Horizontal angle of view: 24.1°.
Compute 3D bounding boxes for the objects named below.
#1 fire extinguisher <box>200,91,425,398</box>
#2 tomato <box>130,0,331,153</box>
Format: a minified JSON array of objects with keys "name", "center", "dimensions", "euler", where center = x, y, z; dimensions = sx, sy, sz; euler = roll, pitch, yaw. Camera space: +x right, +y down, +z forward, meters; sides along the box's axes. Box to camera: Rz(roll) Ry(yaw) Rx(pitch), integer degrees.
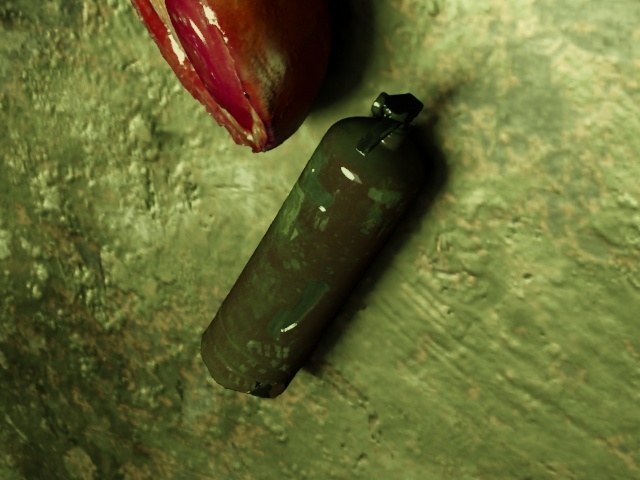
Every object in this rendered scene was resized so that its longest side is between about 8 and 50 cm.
[{"name":"fire extinguisher","center":[0.000,0.000,0.964],"dimensions":[0.072,0.089,0.268],"euler":[40,127,10]},{"name":"tomato","center":[-0.051,-0.148,0.934],"dimensions":[0.173,0.099,0.189],"euler":[61,170,-22]}]
